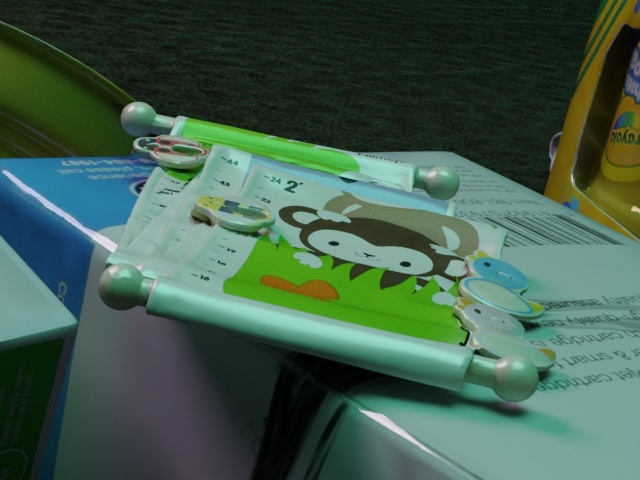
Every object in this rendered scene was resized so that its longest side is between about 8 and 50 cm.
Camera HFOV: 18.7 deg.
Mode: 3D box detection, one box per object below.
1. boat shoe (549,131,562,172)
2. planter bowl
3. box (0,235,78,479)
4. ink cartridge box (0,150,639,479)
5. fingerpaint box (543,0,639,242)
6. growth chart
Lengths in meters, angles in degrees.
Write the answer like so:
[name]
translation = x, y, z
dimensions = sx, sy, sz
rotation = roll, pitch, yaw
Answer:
[boat shoe]
translation = 0.228, -0.053, 1.603
dimensions = 0.076, 0.083, 0.226
rotation = 1, 5, 2
[planter bowl]
translation = -0.158, -0.013, 0.936
dimensions = 0.217, 0.090, 0.217
rotation = 23, -24, 11
[box]
translation = -0.266, 0.026, 0.742
dimensions = 0.231, 0.126, 0.262
rotation = -10, 41, -40
[ink cartridge box]
translation = 0.071, 0.101, 0.783
dimensions = 0.285, 0.166, 0.395
rotation = -3, 22, -41
[fingerpaint box]
translation = 0.283, -0.024, 0.996
dimensions = 0.163, 0.371, 0.445
rotation = 8, 18, -20
[growth chart]
translation = 0.000, 0.000, 0.741
dimensions = 0.172, 0.021, 0.237
rotation = 10, 19, -5
